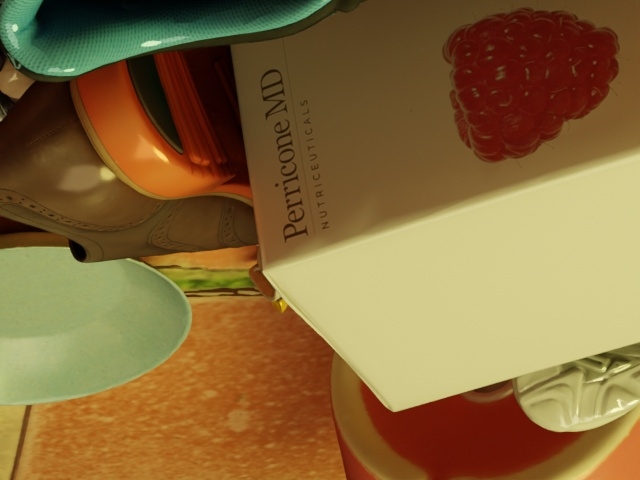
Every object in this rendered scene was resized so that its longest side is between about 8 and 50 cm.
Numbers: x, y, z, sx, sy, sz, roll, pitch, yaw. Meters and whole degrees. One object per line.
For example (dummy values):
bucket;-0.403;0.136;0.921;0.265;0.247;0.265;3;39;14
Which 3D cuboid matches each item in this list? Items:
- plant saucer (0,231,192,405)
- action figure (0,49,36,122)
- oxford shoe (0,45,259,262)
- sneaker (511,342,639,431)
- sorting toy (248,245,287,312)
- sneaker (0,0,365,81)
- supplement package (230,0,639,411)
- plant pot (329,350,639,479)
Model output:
plant saucer;-0.173;0.039;1.063;0.195;0.037;0.195;-7;150;-4
action figure;-0.219;-0.061;0.823;0.185;0.099;0.285;23;124;-33
oxford shoe;-0.074;-0.036;0.860;0.098;0.097;0.271;-26;165;15
sneaker;0.174;0.010;0.956;0.090;0.232;0.115;34;163;8
sorting toy;0.000;0.000;1.052;0.075;0.045;0.083;-23;153;-15
sneaker;0.032;-0.134;0.688;0.340;0.140;0.125;-16;122;9
supplement package;0.125;-0.065;0.825;0.293;0.178;0.175;-18;150;14
plant pot;0.132;0.133;1.112;0.275;0.275;0.243;-16;141;11
